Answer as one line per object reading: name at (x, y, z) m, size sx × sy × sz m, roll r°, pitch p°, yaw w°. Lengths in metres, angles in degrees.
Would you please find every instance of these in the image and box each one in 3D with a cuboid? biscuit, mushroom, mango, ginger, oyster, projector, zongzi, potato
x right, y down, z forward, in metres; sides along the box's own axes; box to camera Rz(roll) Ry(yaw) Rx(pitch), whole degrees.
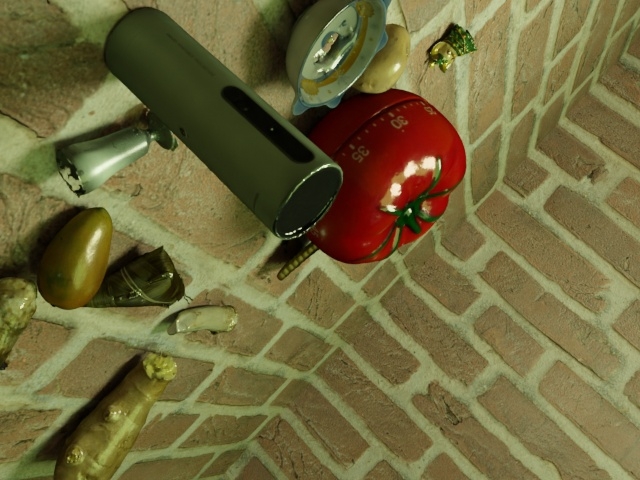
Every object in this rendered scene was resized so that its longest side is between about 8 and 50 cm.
biscuit at (0.000, 0.000, 1.652) m, size 0.254 × 0.029 × 0.172 m, roll -40°, pitch -179°, yaw 18°
mushroom at (-0.275, 0.187, 1.518) m, size 0.084 × 0.071 × 0.209 m, roll -20°, pitch 168°, yaw 26°
mango at (-0.368, 0.029, 0.988) m, size 0.111 × 0.089 × 0.163 m, roll -66°, pitch 179°, yaw -64°
ginger at (-0.444, 0.428, 1.498) m, size 0.375 × 0.166 × 0.236 m, roll -38°, pitch 150°, yaw -7°
oyster at (-0.513, 0.181, 1.000) m, size 0.166 × 0.094 × 0.294 m, roll -39°, pitch 167°, yaw -44°
projector at (-0.123, -0.146, 0.786) m, size 0.108 × 0.337 × 0.108 m, roll -38°, pitch 157°, yaw -20°
zongzi at (-0.344, 0.101, 1.212) m, size 0.184 × 0.084 × 0.187 m, roll -28°, pitch 161°, yaw -10°
potato at (0.113, -0.341, 1.237) m, size 0.147 × 0.112 × 0.112 m, roll -54°, pitch 161°, yaw -6°

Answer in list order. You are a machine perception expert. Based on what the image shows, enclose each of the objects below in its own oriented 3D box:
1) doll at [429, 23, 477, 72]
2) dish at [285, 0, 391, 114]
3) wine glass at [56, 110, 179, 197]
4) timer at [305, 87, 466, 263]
doll at (0.294, -0.444, 1.502) m, size 0.113 × 0.077 × 0.078 m, roll -24°, pitch 142°, yaw 25°
dish at (0.010, -0.324, 1.087) m, size 0.236 × 0.086 × 0.228 m, roll -42°, pitch 161°, yaw -13°
wine glass at (-0.279, -0.123, 0.907) m, size 0.155 × 0.072 × 0.072 m, roll -35°, pitch 157°, yaw -32°
timer at (0.110, -0.134, 1.372) m, size 0.378 × 0.279 × 0.378 m, roll -37°, pitch 159°, yaw -17°
